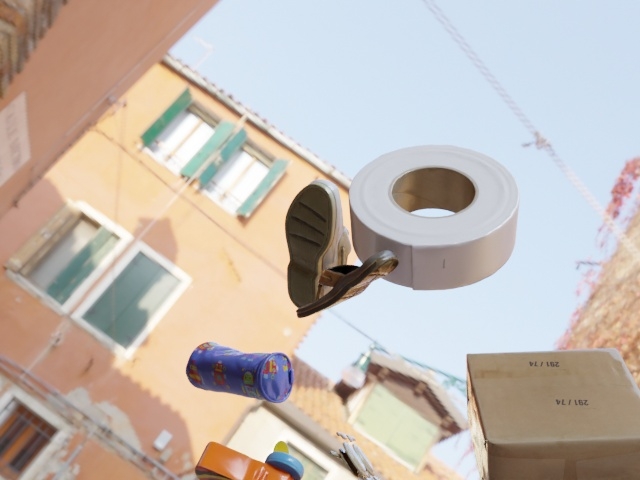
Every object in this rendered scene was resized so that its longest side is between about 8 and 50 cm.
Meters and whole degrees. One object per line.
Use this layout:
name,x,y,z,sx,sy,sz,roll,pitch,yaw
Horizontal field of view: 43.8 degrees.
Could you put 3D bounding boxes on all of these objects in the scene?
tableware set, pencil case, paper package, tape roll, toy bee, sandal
tableware set,0.076,0.497,1.776,0.128,0.039,0.194,55,2,22
pencil case,-0.193,0.316,1.922,0.306,0.133,0.119,0,-89,45
paper package,0.465,0.361,1.571,0.325,0.309,0.168,-4,-64,4
tape roll,0.190,-0.045,1.345,0.286,0.286,0.100,22,-43,28
toy bee,-0.071,0.454,1.358,0.298,0.195,0.162,30,-40,28
sandal,0.035,0.061,1.260,0.219,0.090,0.060,-41,-108,46

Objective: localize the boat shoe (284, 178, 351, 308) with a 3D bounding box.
boat shoe,0.000,0.000,1.573,0.113,0.103,0.302,33,-46,26
